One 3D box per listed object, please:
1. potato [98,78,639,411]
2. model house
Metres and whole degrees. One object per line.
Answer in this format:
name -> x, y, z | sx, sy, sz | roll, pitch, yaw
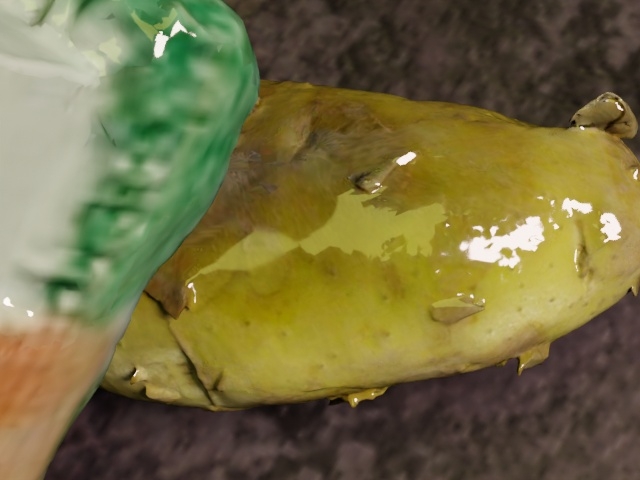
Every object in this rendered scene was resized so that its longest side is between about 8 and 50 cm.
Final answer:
potato -> 0.000, 0.000, 0.602 | 0.226, 0.090, 0.117 | -4, 66, 13
model house -> -0.216, -0.012, 0.474 | 0.194, 0.325, 0.267 | 41, 109, 27
